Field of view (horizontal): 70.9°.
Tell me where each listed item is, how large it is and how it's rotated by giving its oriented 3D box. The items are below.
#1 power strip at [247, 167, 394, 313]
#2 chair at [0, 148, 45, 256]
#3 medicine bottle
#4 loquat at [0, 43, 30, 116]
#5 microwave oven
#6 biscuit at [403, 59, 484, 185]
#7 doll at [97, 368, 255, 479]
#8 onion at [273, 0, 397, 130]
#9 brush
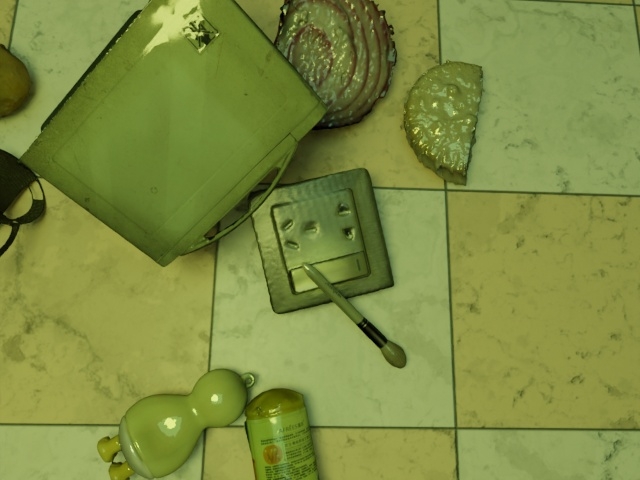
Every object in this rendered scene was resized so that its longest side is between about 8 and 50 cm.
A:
[{"bbox_3d":[0.000,0.002,0.921,0.256,0.092,0.252,-13,88,-6],"label":"power strip"},{"bbox_3d":[-0.644,-0.074,0.867,0.148,0.174,0.213,15,68,41],"label":"chair"},{"bbox_3d":[-0.067,0.395,0.823,0.124,0.124,0.239,-12,77,-5],"label":"medicine bottle"},{"bbox_3d":[-0.701,-0.346,0.931,0.171,0.149,0.205,-5,62,-3],"label":"loquat"},{"bbox_3d":[-0.227,-0.207,0.785,0.394,0.247,0.333,-41,114,12],"label":"microwave oven"},{"bbox_3d":[0.270,-0.269,0.993,0.178,0.084,0.282,8,79,-2],"label":"biscuit"},{"bbox_3d":[-0.254,0.334,0.837,0.296,0.117,0.142,-25,74,-21],"label":"doll"},{"bbox_3d":[0.010,-0.381,0.981,0.279,0.146,0.315,17,93,-21],"label":"onion"},{"bbox_3d":[0.067,0.148,0.883,0.039,0.042,0.299,-42,100,18],"label":"brush"}]
